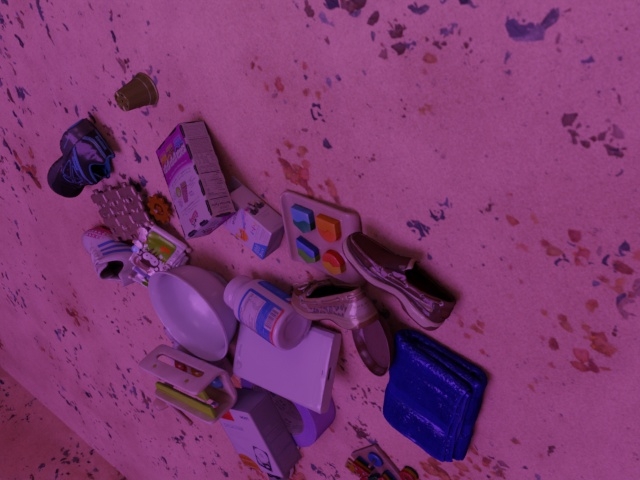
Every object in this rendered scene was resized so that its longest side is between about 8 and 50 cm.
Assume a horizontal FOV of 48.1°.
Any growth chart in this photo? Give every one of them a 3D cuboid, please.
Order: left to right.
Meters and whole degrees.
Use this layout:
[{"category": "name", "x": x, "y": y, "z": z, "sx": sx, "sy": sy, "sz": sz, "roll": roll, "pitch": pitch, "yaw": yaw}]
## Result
[{"category": "growth chart", "x": -0.462, "y": 0.059, "z": 2.031, "sx": 0.172, "sy": 0.021, "sz": 0.237, "roll": 26, "pitch": 126, "yaw": -5}]

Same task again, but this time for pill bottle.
[{"category": "pill bottle", "x": -0.370, "y": 0.332, "z": 2.153, "sx": 0.131, "sy": 0.131, "sz": 0.229, "roll": -13, "pitch": 111, "yaw": 50}, {"category": "pill bottle", "x": -0.137, "y": 0.170, "z": 1.775, "sx": 0.221, "sy": 0.124, "sz": 0.124, "roll": 29, "pitch": 139, "yaw": 39}]

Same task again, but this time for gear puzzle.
[{"category": "gear puzzle", "x": -0.525, "y": -0.090, "z": 2.035, "sx": 0.339, "sy": 0.044, "sz": 0.175, "roll": -6, "pitch": 115, "yaw": 45}]

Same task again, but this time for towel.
[{"category": "towel", "x": 0.240, "y": 0.355, "z": 1.593, "sx": 0.227, "sy": 0.076, "sz": 0.308, "roll": 28, "pitch": 138, "yaw": 25}]

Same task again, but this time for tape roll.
[{"category": "tape roll", "x": -0.093, "y": 0.439, "z": 1.995, "sx": 0.275, "sy": 0.090, "sz": 0.275, "roll": 27, "pitch": 138, "yaw": 28}]

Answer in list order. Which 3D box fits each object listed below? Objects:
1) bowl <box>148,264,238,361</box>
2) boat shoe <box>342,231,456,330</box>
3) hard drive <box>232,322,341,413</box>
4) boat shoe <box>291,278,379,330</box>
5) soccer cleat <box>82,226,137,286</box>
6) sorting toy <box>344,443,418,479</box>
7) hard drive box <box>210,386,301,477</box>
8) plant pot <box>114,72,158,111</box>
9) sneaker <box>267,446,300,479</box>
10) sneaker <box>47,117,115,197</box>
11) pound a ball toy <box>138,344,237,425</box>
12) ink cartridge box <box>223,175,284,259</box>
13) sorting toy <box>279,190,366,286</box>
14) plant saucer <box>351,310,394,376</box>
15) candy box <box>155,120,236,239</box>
[{"category": "bowl", "x": -0.324, "y": 0.176, "z": 1.971, "sx": 0.298, "sy": 0.134, "sz": 0.298, "roll": 26, "pitch": 136, "yaw": 28}, {"category": "boat shoe", "x": 0.162, "y": 0.060, "z": 1.425, "sx": 0.257, "sy": 0.095, "sz": 0.095, "roll": 40, "pitch": 128, "yaw": 4}, {"category": "hard drive", "x": -0.092, "y": 0.293, "z": 1.833, "sx": 0.307, "sy": 0.040, "sz": 0.203, "roll": 15, "pitch": 98, "yaw": 37}, {"category": "boat shoe", "x": 0.023, "y": 0.123, "z": 1.584, "sx": 0.285, "sy": 0.104, "sz": 0.089, "roll": 7, "pitch": 121, "yaw": 54}, {"category": "soccer cleat", "x": -0.658, "y": 0.049, "z": 2.197, "sx": 0.331, "sy": 0.143, "sz": 0.116, "roll": 17, "pitch": 132, "yaw": 37}, {"category": "sorting toy", "x": 0.144, "y": 0.630, "z": 1.950, "sx": 0.132, "sy": 0.046, "sz": 0.274, "roll": 50, "pitch": 143, "yaw": 1}, {"category": "hard drive box", "x": -0.182, "y": 0.536, "z": 2.021, "sx": 0.181, "sy": 0.089, "sz": 0.232, "roll": -4, "pitch": 117, "yaw": 47}, {"category": "plant pot", "x": -0.441, "y": -0.344, "z": 1.695, "sx": 0.083, "sy": 0.079, "sz": 0.083, "roll": 28, "pitch": 138, "yaw": 28}, {"category": "sneaker", "x": -0.141, "y": 0.701, "z": 2.253, "sx": 0.100, "sy": 0.108, "sz": 0.271, "roll": 33, "pitch": 141, "yaw": 19}, {"category": "sneaker", "x": -0.675, "y": -0.195, "z": 2.026, "sx": 0.139, "sy": 0.125, "sz": 0.341, "roll": 44, "pitch": 145, "yaw": 0}, {"category": "pound a ball toy", "x": -0.367, "y": 0.412, "z": 2.020, "sx": 0.319, "sy": 0.136, "sz": 0.208, "roll": 12, "pitch": 132, "yaw": 42}, {"category": "ink cartridge box", "x": -0.172, "y": -0.054, "z": 1.679, "sx": 0.181, "sy": 0.061, "sz": 0.104, "roll": 40, "pitch": 141, "yaw": 15}, {"category": "sorting toy", "x": 0.000, "y": 0.000, "z": 1.569, "sx": 0.208, "sy": 0.038, "sz": 0.193, "roll": 19, "pitch": 133, "yaw": 34}, {"category": "plant saucer", "x": 0.119, "y": 0.219, "z": 1.598, "sx": 0.168, "sy": 0.029, "sz": 0.168, "roll": 44, "pitch": 142, "yaw": 51}, {"category": "candy box", "x": -0.292, "y": -0.138, "z": 1.666, "sx": 0.159, "sy": 0.071, "sz": 0.233, "roll": -30, "pitch": 77, "yaw": 53}]
